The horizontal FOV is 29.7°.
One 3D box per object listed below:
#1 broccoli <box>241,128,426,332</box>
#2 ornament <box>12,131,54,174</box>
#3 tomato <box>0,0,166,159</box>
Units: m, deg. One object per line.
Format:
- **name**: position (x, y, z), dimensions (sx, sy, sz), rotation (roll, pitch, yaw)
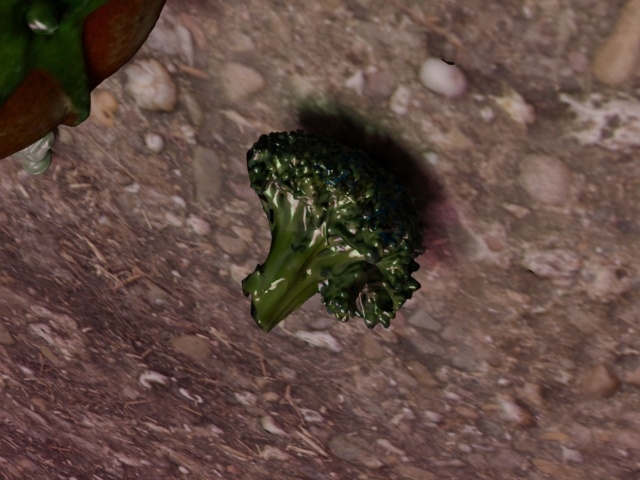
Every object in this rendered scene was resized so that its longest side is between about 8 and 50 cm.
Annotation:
- **broccoli**: position (0.000, 0.000, 0.942), dimensions (0.154, 0.160, 0.167), rotation (46, 172, 33)
- **ornament**: position (-0.292, -0.103, 1.172), dimensions (0.068, 0.041, 0.092), rotation (3, 149, 49)
- **tomato**: position (-0.237, -0.199, 0.733), dimensions (0.239, 0.303, 0.303), rotation (42, 154, 20)
